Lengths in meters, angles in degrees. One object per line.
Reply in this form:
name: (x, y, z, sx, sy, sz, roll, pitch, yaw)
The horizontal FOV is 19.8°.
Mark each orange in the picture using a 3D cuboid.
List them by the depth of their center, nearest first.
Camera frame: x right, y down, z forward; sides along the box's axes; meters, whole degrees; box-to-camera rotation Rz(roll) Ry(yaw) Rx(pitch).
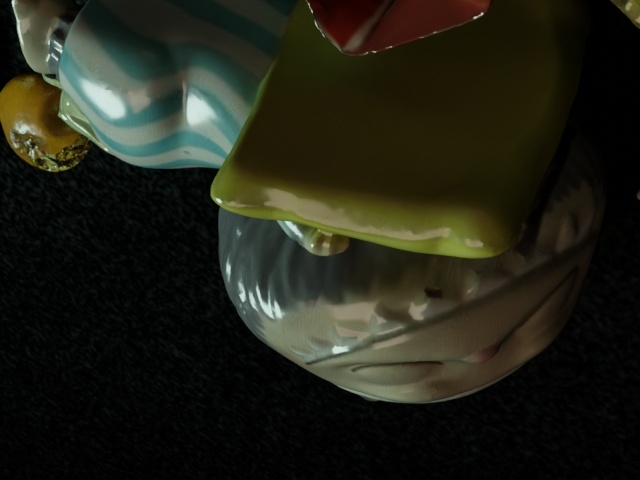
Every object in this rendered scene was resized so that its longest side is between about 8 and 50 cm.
orange: (-0.219, -0.093, 1.445, 0.086, 0.062, 0.086, 22, 139, 21)

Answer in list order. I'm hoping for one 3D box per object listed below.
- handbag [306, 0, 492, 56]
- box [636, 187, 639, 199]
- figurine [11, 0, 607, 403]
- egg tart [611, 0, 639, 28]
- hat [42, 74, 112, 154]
handbag: (0.073, -0.241, 0.982, 0.151, 0.171, 0.298, 24, 145, 10)
box: (0.312, -0.021, 1.113, 0.201, 0.058, 0.141, 37, 143, 0)
figurine: (0.000, 0.000, 1.219, 0.361, 0.266, 0.378, 26, 142, 22)
egg tart: (0.239, -0.165, 0.956, 0.232, 0.098, 0.252, -7, 118, 20)
hat: (-0.127, -0.119, 1.346, 0.166, 0.081, 0.122, -25, 76, 47)
